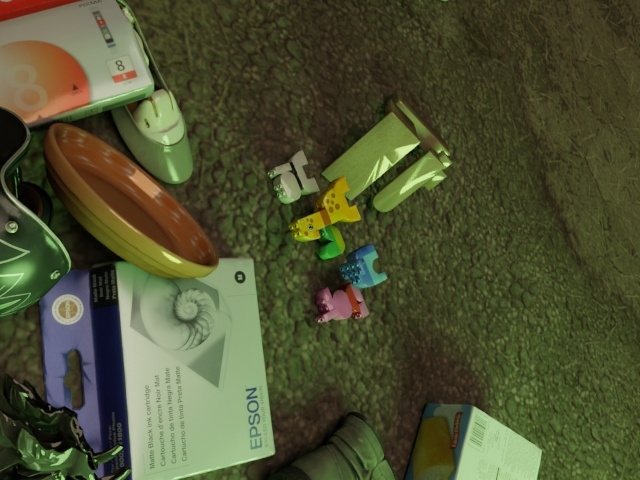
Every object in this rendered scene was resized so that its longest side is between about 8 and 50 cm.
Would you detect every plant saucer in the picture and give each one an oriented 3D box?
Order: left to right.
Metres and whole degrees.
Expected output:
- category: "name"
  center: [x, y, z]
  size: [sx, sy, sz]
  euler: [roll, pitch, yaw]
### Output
- category: "plant saucer"
  center: [-0.183, -0.031, 0.621]
  size: [0.037, 0.200, 0.200]
  euler: [-46, 110, 5]

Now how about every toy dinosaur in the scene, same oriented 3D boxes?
- category: "toy dinosaur"
  center: [-0.275, 0.238, 0.523]
  size: [0.322, 0.164, 0.218]
  euler: [44, 72, -40]

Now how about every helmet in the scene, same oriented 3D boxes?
- category: "helmet"
  center: [-0.292, -0.013, 0.530]
  size: [0.169, 0.169, 0.162]
  euler: [12, 55, -33]

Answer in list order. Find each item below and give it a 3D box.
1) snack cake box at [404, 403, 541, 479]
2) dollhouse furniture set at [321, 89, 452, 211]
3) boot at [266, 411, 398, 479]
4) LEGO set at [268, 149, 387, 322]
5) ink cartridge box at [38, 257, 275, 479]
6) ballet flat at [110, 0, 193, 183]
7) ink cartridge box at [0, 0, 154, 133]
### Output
- category: "snack cake box"
  center: [0.180, 0.362, 0.828]
  size: [0.152, 0.089, 0.265]
  euler: [36, 61, -26]
- category: "dollhouse furniture set"
  center: [0.096, -0.118, 0.920]
  size: [0.144, 0.123, 0.151]
  euler: [42, 24, -21]
- category: "boot"
  center: [0.047, 0.337, 0.747]
  size: [0.161, 0.083, 0.247]
  euler: [-20, 93, -43]
- category: "LEGO set"
  center: [0.000, 0.000, 0.786]
  size: [0.093, 0.087, 0.227]
  euler: [-24, 92, -37]
- category: "ink cartridge box"
  center: [-0.161, 0.129, 0.664]
  size: [0.223, 0.045, 0.224]
  euler: [-3, 81, -36]
- category: "ballet flat"
  center: [-0.194, -0.161, 0.695]
  size: [0.072, 0.068, 0.213]
  euler: [-33, 99, -36]
- category: "ink cartridge box"
  center: [-0.259, -0.204, 0.618]
  size: [0.145, 0.045, 0.179]
  euler: [-24, 97, -19]
